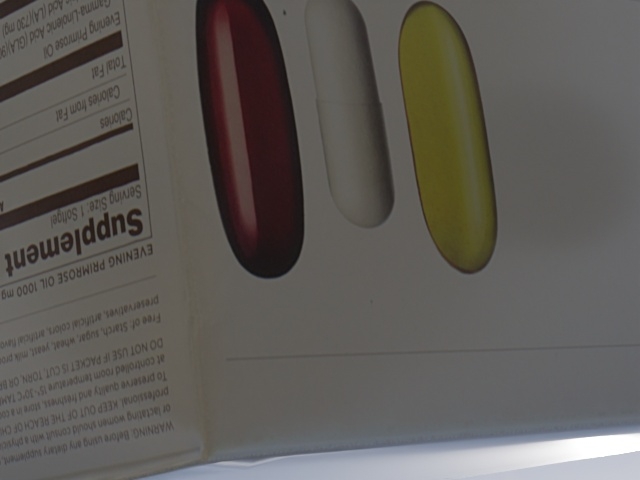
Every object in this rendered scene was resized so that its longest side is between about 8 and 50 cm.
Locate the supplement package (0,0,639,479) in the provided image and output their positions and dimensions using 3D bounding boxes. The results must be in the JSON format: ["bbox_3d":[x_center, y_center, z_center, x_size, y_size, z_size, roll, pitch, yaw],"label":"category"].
[{"bbox_3d":[0.000,0.000,0.562,0.204,0.262,0.145,-17,-103,47],"label":"supplement package"}]
